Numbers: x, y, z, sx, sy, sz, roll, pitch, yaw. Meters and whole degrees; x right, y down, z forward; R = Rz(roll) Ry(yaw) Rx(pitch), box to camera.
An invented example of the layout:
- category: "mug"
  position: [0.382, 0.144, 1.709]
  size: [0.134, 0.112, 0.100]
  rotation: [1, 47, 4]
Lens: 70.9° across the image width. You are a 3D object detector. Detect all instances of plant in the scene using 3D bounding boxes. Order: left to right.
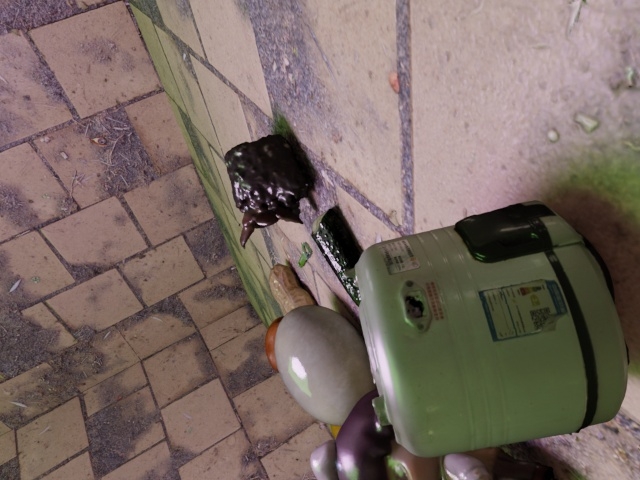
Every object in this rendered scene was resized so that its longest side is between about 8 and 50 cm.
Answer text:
- category: "plant"
  position: [-0.123, -0.123, 1.061]
  size: [0.178, 0.204, 0.234]
  rotation: [128, 125, -83]

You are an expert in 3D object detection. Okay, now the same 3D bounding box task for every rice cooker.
- category: "rice cooker"
  position: [0.158, 0.081, 0.445]
  size: [0.226, 0.244, 0.226]
  rotation: [-13, -90, -82]

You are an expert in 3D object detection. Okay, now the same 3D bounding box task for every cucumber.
- category: "cucumber"
  position: [0.056, 0.046, 0.988]
  size: [0.241, 0.074, 0.074]
  rotation: [59, 164, 4]

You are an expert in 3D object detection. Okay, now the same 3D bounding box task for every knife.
- category: "knife"
  position: [-0.057, 0.047, 1.432]
  size: [0.054, 0.015, 0.212]
  rotation: [60, 164, 11]

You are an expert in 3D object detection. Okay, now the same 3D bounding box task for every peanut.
- category: "peanut"
  position: [-0.102, 0.205, 1.643]
  size: [0.298, 0.120, 0.136]
  rotation: [53, 137, 33]

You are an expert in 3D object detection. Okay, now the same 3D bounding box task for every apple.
- category: "apple"
  position: [-0.108, 0.404, 1.774]
  size: [0.253, 0.253, 0.253]
  rotation: [54, 162, 27]

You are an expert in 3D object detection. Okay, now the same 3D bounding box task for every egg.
- category: "egg"
  position: [0.015, 0.343, 1.257]
  size: [0.352, 0.258, 0.258]
  rotation: [60, 164, 9]

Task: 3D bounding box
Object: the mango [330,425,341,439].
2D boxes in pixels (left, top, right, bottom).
- category: "mango"
  position: [0.156, 0.659, 1.472]
  size: [0.195, 0.142, 0.331]
  rotation: [20, -172, -38]

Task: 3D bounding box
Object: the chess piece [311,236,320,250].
- category: "chess piece"
  position: [0.000, 0.000, 1.146]
  size: [0.093, 0.042, 0.042]
  rotation: [42, 155, 63]

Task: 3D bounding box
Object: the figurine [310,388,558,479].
- category: "figurine"
  position: [0.186, 0.398, 0.754]
  size: [0.365, 0.206, 0.218]
  rotation: [13, 162, 46]
